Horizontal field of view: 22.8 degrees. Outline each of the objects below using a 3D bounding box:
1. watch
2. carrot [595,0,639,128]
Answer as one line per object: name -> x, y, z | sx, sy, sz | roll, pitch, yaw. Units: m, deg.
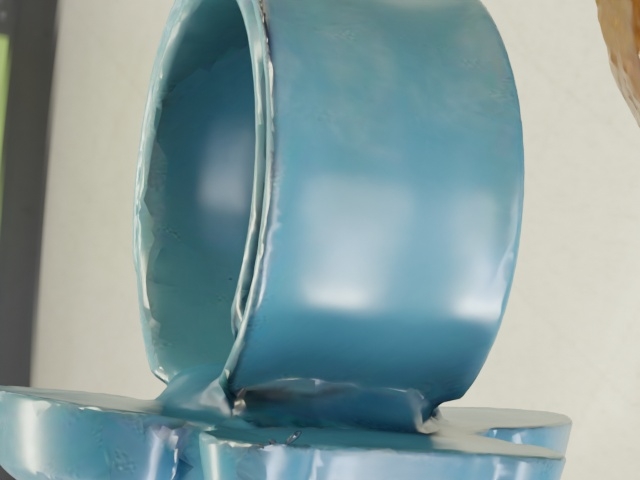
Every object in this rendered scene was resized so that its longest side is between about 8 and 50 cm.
watch -> 0.000, 0.000, 0.544 | 0.211, 0.211, 0.193 | -3, 84, 54
carrot -> 0.222, -0.122, 0.516 | 0.307, 0.258, 0.100 | -61, 2, 16
